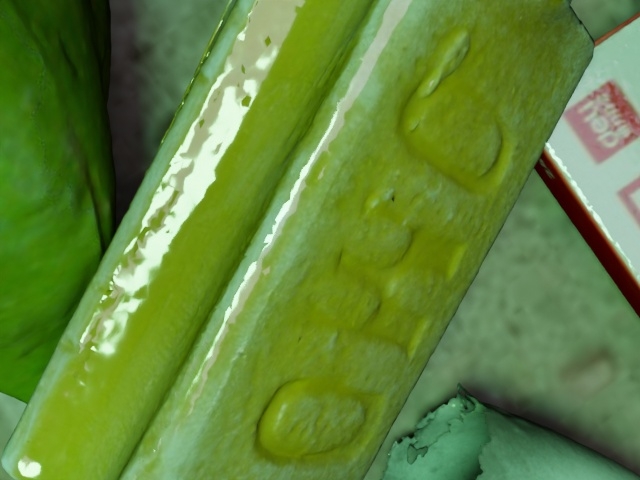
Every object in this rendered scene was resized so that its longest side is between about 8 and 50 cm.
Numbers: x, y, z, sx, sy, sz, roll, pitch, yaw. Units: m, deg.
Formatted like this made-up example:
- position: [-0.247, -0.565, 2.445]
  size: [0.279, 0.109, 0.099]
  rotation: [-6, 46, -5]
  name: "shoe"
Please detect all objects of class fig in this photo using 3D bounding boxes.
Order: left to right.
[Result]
- position: [-0.157, -0.021, 0.411]
  size: [0.206, 0.206, 0.275]
  rotation: [-24, 123, -7]
  name: "fig"

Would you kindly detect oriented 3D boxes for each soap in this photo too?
- position: [0.000, 0.000, 0.433]
  size: [0.089, 0.173, 0.274]
  rotation: [31, 96, 33]
  name: "soap"

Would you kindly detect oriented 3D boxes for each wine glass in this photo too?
- position: [0.128, 0.163, 0.504]
  size: [0.204, 0.111, 0.111]
  rotation: [35, 88, -12]
  name: "wine glass"

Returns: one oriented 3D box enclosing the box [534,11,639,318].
- position: [0.205, -0.008, 0.516]
  size: [0.123, 0.050, 0.229]
  rotation: [-34, 89, -2]
  name: "box"
